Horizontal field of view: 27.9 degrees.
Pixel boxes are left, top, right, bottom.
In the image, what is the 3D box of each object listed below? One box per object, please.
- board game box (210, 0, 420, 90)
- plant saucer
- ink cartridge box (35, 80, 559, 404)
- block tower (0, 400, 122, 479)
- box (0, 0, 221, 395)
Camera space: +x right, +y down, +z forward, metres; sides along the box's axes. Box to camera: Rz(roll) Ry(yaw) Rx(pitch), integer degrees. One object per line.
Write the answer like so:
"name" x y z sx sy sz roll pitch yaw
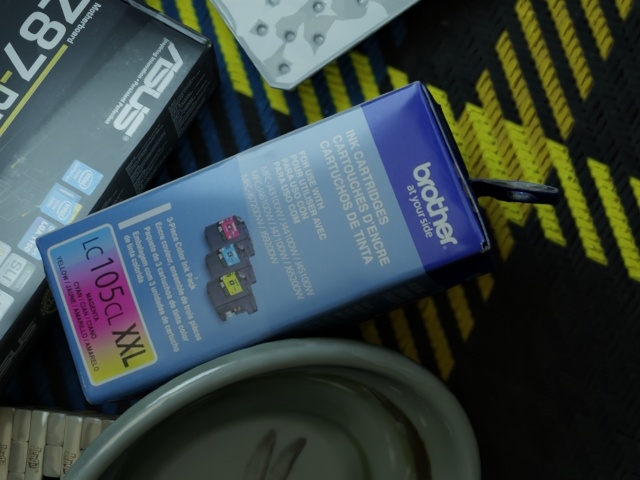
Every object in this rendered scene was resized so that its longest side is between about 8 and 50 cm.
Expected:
"board game box" 0.013 -0.397 1.213 0.390 0.050 0.390 -35 83 0
"plant saucer" -0.060 0.236 1.082 0.400 0.400 0.100 -47 38 3
"ink cartridge box" 0.000 0.000 1.090 0.395 0.270 0.151 -23 83 8
"block tower" -0.244 0.204 1.205 0.335 0.097 0.091 5 86 10
"box" -0.331 -0.087 1.202 0.318 0.097 0.395 30 74 11
